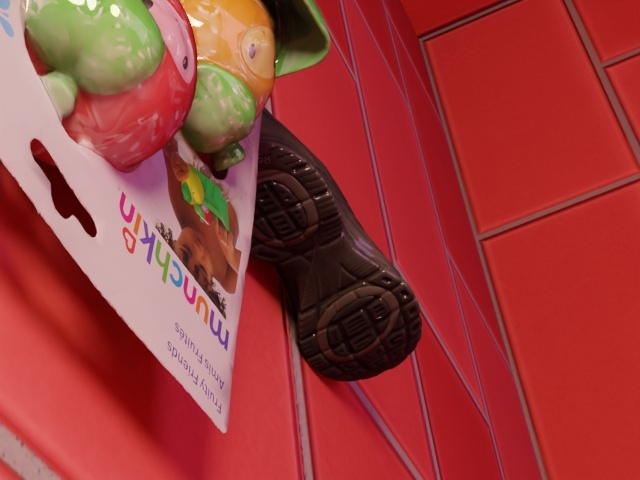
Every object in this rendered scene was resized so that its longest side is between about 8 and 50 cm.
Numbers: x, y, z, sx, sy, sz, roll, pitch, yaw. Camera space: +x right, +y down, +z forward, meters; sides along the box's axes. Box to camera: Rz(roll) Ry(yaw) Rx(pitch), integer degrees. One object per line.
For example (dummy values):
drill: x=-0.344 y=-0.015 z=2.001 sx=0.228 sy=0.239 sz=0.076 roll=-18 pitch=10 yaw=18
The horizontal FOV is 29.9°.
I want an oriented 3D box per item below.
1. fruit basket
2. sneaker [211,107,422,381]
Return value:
fruit basket: x=-0.097 y=-0.128 z=0.657 sx=0.353 sy=0.165 sz=0.327 roll=-92 pitch=157 yaw=-48
sneaker: x=0.000 y=0.000 z=0.992 sx=0.130 sy=0.109 sz=0.286 roll=-105 pitch=170 yaw=-53
